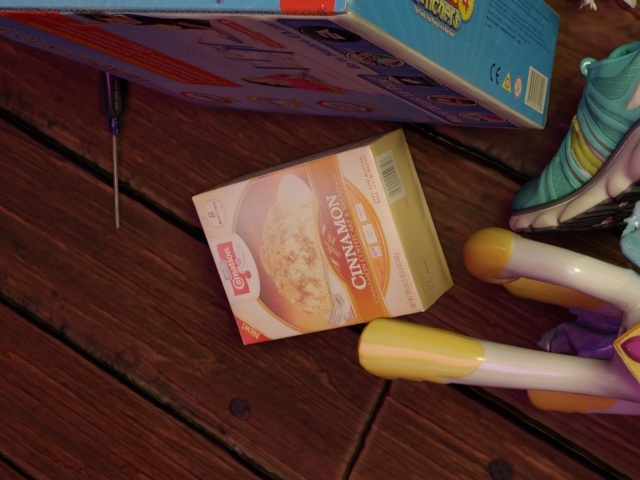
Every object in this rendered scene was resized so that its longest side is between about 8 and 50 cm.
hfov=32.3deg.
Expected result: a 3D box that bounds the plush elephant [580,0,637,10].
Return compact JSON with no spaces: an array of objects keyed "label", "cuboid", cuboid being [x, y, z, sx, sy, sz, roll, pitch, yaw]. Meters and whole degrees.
[{"label":"plush elephant","cuboid":[0.113,-0.289,0.671,0.272,0.255,0.330,-8,102,32]}]

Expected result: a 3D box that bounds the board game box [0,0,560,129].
[{"label":"board game box","cuboid":[-0.036,-0.151,0.732,0.302,0.308,0.086,8,88,29]}]

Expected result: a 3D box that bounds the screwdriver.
[{"label":"screwdriver","cuboid":[-0.196,-0.090,1.061,0.024,0.025,0.170,14,121,25]}]

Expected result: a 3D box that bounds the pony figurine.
[{"label":"pony figurine","cuboid":[0.261,0.087,0.677,0.363,0.351,0.303,9,83,48]}]

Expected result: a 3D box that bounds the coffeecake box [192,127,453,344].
[{"label":"coffeecake box","cuboid":[0.000,0.000,0.945,0.185,0.068,0.142,-14,100,33]}]

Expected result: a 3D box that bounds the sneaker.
[{"label":"sneaker","cuboid":[0.213,-0.074,0.749,0.275,0.107,0.110,131,130,-62]}]
